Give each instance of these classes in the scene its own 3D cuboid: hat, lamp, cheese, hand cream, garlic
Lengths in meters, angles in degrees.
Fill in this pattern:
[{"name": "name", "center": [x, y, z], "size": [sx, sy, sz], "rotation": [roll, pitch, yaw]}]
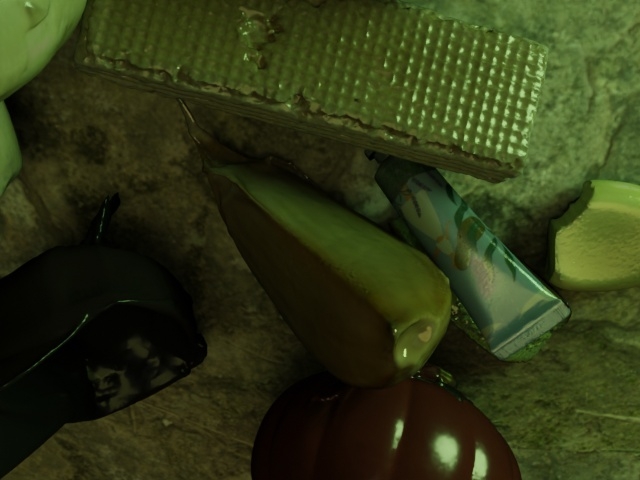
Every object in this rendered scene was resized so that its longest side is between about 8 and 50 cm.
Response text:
[{"name": "hat", "center": [-0.291, 0.087, 0.772], "size": [0.209, 0.336, 0.238], "rotation": [49, 132, 19]}, {"name": "lamp", "center": [0.071, 0.264, 0.840], "size": [0.303, 0.257, 0.303], "rotation": [15, 153, 8]}, {"name": "cheese", "center": [0.372, -0.004, 0.805], "size": [0.256, 0.050, 0.127], "rotation": [0, 111, 10]}, {"name": "hand cream", "center": [0.138, -0.004, 0.765], "size": [0.088, 0.055, 0.256], "rotation": [-39, 81, 14]}, {"name": "garlic", "center": [-0.005, -0.002, 0.758], "size": [0.151, 0.196, 0.338], "rotation": [-39, 68, -8]}]

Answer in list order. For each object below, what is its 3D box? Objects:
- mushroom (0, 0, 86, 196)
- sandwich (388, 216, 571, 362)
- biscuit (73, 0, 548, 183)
[{"name": "mushroom", "center": [-0.331, -0.171, 0.640], "size": [0.315, 0.314, 0.336], "rotation": [-1, 142, 1]}, {"name": "sandwich", "center": [0.187, 0.054, 0.835], "size": [0.258, 0.096, 0.094], "rotation": [38, 105, -19]}, {"name": "biscuit", "center": [-0.004, -0.171, 0.706], "size": [0.426, 0.078, 0.144], "rotation": [13, 86, -7]}]
